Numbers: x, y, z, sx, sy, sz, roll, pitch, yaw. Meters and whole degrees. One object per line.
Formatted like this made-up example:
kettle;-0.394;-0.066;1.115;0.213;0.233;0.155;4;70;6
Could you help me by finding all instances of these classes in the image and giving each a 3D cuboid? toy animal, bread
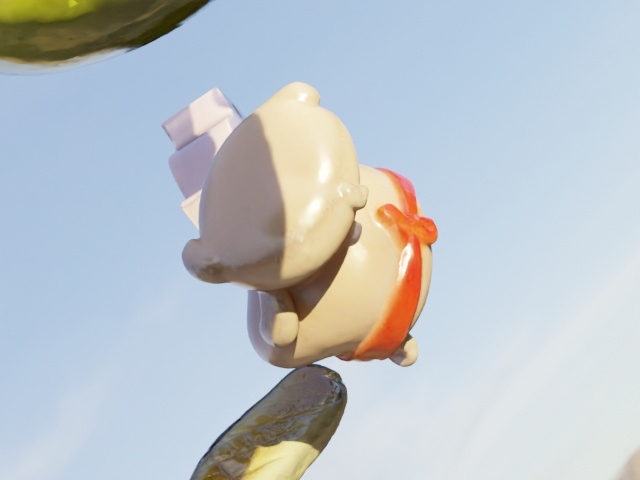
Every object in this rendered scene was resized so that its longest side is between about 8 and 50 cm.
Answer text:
toy animal;0.000;0.000;1.233;0.171;0.171;0.198;-49;-43;-2
bread;-0.045;0.172;1.348;0.214;0.073;0.053;-47;-33;-45

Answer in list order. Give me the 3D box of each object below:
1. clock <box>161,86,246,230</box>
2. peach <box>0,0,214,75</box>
clock;-0.048;-0.011;1.811;0.080;0.290;0.275;-35;29;6
peach;-0.135;-0.223;0.807;0.314;0.281;0.315;-22;18;-7
